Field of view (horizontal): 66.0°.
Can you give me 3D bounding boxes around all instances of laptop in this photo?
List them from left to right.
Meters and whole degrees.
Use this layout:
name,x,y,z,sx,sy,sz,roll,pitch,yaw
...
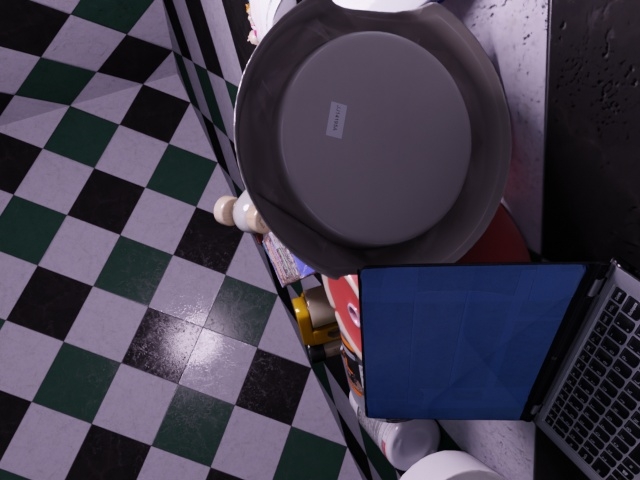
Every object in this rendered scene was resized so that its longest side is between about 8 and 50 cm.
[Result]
name,x,y,z,sx,sy,sz,roll,pitch,yaw
laptop,0.261,0.226,0.582,0.408,0.236,0.381,48,157,39

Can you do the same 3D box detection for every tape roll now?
name,x,y,z,sx,sy,sz,roll,pitch,yaw
tape roll,0.279,0.594,1.018,0.286,0.286,0.100,69,165,-6

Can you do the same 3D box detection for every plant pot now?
name,x,y,z,sx,sy,sz,roll,pitch,yaw
plant pot,0.151,0.068,0.782,0.274,0.243,0.274,58,162,31

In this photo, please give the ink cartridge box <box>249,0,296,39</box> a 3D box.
name,x,y,z,sx,sy,sz,roll,pitch,yaw
ink cartridge box,-0.087,-0.444,0.838,0.232,0.066,0.189,81,170,-55

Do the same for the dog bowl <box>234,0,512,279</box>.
name,x,y,z,sx,sy,sz,roll,pitch,yaw
dog bowl,0.060,-0.119,0.608,0.348,0.349,0.102,70,163,-9

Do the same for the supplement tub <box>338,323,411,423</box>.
name,x,y,z,sx,sy,sz,roll,pitch,yaw
supplement tub,0.150,0.224,1.080,0.207,0.207,0.337,50,156,49

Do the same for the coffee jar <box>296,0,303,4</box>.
name,x,y,z,sx,sy,sz,roll,pitch,yaw
coffee jar,0.002,-0.438,0.845,0.184,0.096,0.079,-141,38,-63

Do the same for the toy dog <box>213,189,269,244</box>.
name,x,y,z,sx,sy,sz,roll,pitch,yaw
toy dog,-0.130,-0.116,1.387,0.220,0.334,0.161,41,161,42

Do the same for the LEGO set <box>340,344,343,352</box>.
name,x,y,z,sx,sy,sz,roll,pitch,yaw
LEGO set,0.130,0.228,1.267,0.060,0.182,0.244,21,165,22

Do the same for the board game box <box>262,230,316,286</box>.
name,x,y,z,sx,sy,sz,roll,pitch,yaw
board game box,0.000,0.000,1.230,0.141,0.232,0.291,66,166,3

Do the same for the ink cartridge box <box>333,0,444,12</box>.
name,x,y,z,sx,sy,sz,roll,pitch,yaw
ink cartridge box,0.060,-0.380,0.653,0.223,0.045,0.223,-22,91,49

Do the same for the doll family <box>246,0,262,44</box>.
name,x,y,z,sx,sy,sz,roll,pitch,yaw
doll family,-0.164,-0.601,1.218,0.263,0.118,0.163,55,167,-31

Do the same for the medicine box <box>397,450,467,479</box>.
name,x,y,z,sx,sy,sz,roll,pitch,yaw
medicine box,0.292,0.700,1.169,0.289,0.264,0.149,62,165,21

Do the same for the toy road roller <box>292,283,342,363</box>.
name,x,y,z,sx,sy,sz,roll,pitch,yaw
toy road roller,0.018,0.213,1.562,0.329,0.203,0.240,81,171,-46

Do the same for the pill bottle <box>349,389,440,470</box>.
name,x,y,z,sx,sy,sz,roll,pitch,yaw
pill bottle,0.199,0.501,1.405,0.283,0.161,0.161,30,140,66
